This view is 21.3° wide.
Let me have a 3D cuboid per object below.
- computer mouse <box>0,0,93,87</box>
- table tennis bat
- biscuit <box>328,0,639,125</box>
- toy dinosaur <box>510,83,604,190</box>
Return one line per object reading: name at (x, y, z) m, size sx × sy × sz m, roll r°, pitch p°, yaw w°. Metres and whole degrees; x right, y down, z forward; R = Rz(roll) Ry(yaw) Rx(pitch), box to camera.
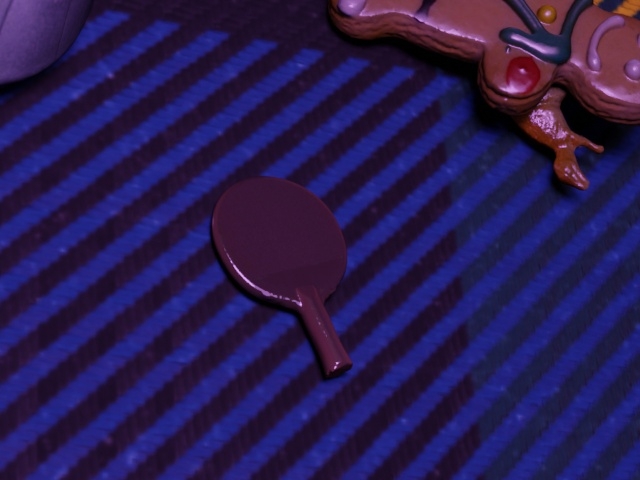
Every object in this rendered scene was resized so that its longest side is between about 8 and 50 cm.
computer mouse at (-0.232, -0.276, 1.287) m, size 0.188 × 0.122 × 0.371 m, roll 24°, pitch 51°, yaw -13°
table tennis bat at (0.000, 0.000, 1.237) m, size 0.107 × 0.119 × 0.170 m, roll -13°, pitch 67°, yaw -31°
biscuit at (0.168, -0.190, 1.442) m, size 0.301 × 0.049 × 0.197 m, roll 26°, pitch 54°, yaw 3°
toy dinosaur at (0.168, -0.118, 1.442) m, size 0.162 × 0.039 × 0.126 m, roll 23°, pitch 56°, yaw -6°
